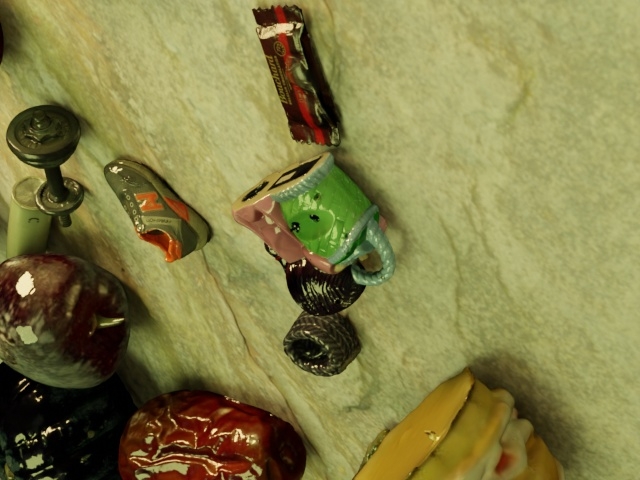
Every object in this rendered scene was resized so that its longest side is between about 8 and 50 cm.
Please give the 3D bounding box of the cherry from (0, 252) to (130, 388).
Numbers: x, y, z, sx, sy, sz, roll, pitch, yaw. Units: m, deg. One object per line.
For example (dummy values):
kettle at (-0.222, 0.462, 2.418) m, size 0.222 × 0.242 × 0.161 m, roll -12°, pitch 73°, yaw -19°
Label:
cherry at (-0.448, 0.132, 1.694) m, size 0.296 × 0.218 × 0.255 m, roll 8°, pitch 156°, yaw 37°

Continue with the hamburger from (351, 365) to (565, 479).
hamburger at (0.187, 0.329, 1.270) m, size 0.237 × 0.276 × 0.276 m, roll 42°, pitch 142°, yaw 0°

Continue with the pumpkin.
pumpkin at (-0.486, 0.363, 1.887) m, size 0.363 × 0.266 × 0.363 m, roll 41°, pitch 146°, yaw 36°

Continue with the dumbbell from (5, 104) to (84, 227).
dumbbell at (-0.417, -0.105, 1.555) m, size 0.110 × 0.110 × 0.254 m, roll 30°, pitch 145°, yaw 19°

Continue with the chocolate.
chocolate at (-0.029, -0.191, 1.174) m, size 0.086 × 0.028 × 0.182 m, roll 12°, pitch 133°, yaw 39°

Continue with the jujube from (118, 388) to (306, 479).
jujube at (-0.189, 0.371, 1.710) m, size 0.342 × 0.216 × 0.216 m, roll -5°, pitch 122°, yaw 29°

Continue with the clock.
clock at (0.000, 0.000, 1.267) m, size 0.194 × 0.100 × 0.195 m, roll -16°, pitch 114°, yaw 47°

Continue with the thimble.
thimble at (-0.002, 0.144, 1.428) m, size 0.104 × 0.066 × 0.095 m, roll 13°, pitch 135°, yaw 35°

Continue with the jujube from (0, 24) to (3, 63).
jujube at (-0.568, -0.317, 1.447) m, size 0.243 × 0.183 × 0.183 m, roll 49°, pitch 143°, yaw 9°

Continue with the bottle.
bottle at (-0.504, -0.025, 1.727) m, size 0.072 × 0.072 × 0.201 m, roll 38°, pitch 142°, yaw 8°

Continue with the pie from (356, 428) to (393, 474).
pie at (0.112, 0.392, 1.553) m, size 0.128 × 0.068 × 0.282 m, roll 32°, pitch 137°, yaw 14°

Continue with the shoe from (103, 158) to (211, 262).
shoe at (-0.256, -0.044, 1.476) m, size 0.194 × 0.077 × 0.074 m, roll 40°, pitch 143°, yaw 6°
